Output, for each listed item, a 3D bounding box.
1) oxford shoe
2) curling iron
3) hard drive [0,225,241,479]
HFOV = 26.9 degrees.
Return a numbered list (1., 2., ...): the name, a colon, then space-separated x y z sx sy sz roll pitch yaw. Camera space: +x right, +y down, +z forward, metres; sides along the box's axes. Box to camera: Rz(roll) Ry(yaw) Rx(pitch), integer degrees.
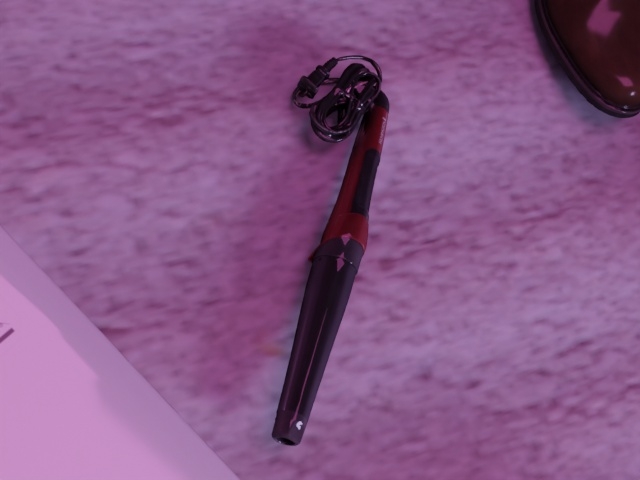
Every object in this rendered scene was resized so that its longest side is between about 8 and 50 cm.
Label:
1. oxford shoe: 0.210 -0.202 0.982 0.083 0.096 0.227 -1 73 -25
2. curling iron: 0.000 0.000 0.854 0.068 0.035 0.274 15 65 -13
3. hard drive: -0.182 0.148 0.717 0.353 0.047 0.233 47 61 -1
